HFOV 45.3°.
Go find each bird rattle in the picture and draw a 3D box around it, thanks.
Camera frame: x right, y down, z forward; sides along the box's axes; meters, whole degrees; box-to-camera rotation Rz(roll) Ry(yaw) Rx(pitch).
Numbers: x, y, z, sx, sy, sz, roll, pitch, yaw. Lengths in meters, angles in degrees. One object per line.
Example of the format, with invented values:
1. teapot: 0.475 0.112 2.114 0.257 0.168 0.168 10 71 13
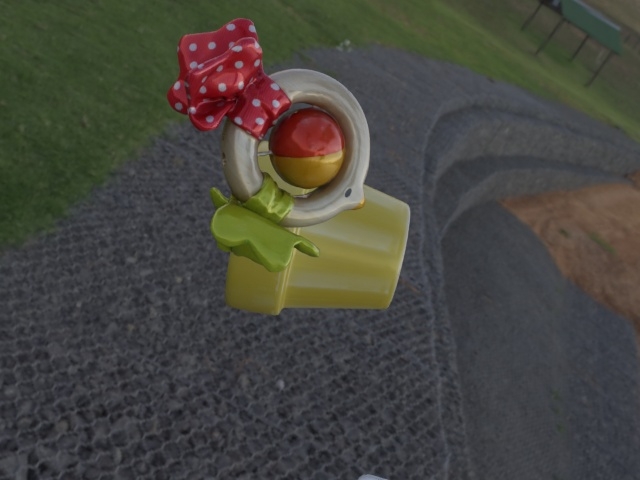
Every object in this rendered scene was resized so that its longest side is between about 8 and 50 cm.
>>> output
1. bird rattle: -0.047 -0.099 0.794 0.206 0.254 0.143 -11 7 -26

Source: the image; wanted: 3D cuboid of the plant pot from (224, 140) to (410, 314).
1. plant pot: 0.000 0.000 1.148 0.238 0.254 0.254 13 21 0

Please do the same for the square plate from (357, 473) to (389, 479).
1. square plate: 0.143 0.375 0.531 0.343 0.049 0.347 18 48 6
